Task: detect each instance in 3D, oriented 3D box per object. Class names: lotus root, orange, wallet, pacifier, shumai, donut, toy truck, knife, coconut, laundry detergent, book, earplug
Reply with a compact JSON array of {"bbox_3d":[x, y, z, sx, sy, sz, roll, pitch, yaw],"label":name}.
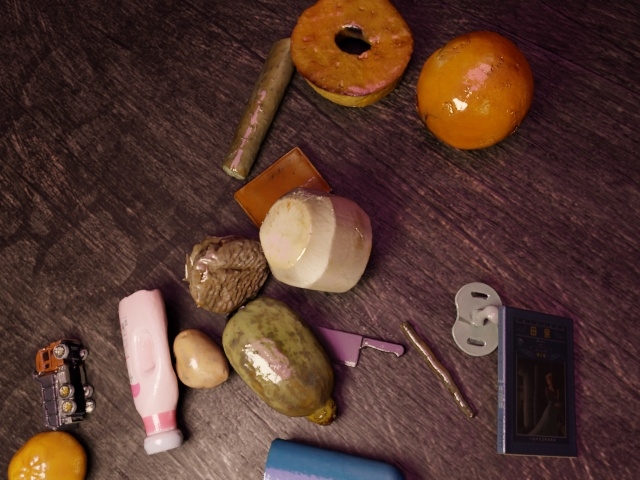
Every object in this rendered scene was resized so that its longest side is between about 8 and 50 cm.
[{"bbox_3d":[-0.073,0.249,1.210,0.173,0.173,0.309,-44,79,-4],"label":"lotus root"},{"bbox_3d":[0.324,-0.316,1.247,0.245,0.246,0.246,-3,74,9],"label":"orange"},{"bbox_3d":[-0.085,-0.109,1.370,0.195,0.042,0.161,-39,67,0],"label":"wallet"},{"bbox_3d":[0.334,0.157,1.180,0.126,0.116,0.151,18,73,-11],"label":"pacifier"},{"bbox_3d":[-0.226,0.052,1.284,0.175,0.205,0.167,27,114,33],"label":"shumai"},{"bbox_3d":[0.079,-0.449,1.403,0.302,0.110,0.303,-3,71,9],"label":"donut"},{"bbox_3d":[-0.573,0.322,1.308,0.092,0.083,0.192,-19,72,10],"label":"toy truck"},{"bbox_3d":[0.059,0.232,1.258,0.245,0.019,0.072,9,80,15],"label":"knife"},{"bbox_3d":[-0.576,0.483,1.234,0.158,0.136,0.159,-2,72,7],"label":"orange"},{"bbox_3d":[-0.003,0.000,1.238,0.241,0.241,0.241,-3,74,9],"label":"coconut"},{"bbox_3d":[-0.360,0.280,1.260,0.087,0.159,0.336,-3,70,-37],"label":"laundry detergent"},{"bbox_3d":[0.414,0.270,1.120,0.190,0.025,0.270,13,73,-26],"label":"book"},{"bbox_3d":[0.033,0.472,1.138,0.272,0.132,0.133,6,75,8],"label":"earplug"}]

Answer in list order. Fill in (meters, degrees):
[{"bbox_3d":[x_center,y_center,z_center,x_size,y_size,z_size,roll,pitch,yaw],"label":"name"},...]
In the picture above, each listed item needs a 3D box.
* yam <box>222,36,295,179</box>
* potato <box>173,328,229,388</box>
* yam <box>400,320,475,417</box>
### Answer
[{"bbox_3d":[-0.140,-0.326,1.424,0.083,0.083,0.372,17,78,14],"label":"yam"},{"bbox_3d":[-0.261,0.257,1.262,0.112,0.112,0.147,-40,63,-3],"label":"potato"},{"bbox_3d":[0.243,0.262,1.211,0.027,0.029,0.234,-44,71,24],"label":"yam"}]
